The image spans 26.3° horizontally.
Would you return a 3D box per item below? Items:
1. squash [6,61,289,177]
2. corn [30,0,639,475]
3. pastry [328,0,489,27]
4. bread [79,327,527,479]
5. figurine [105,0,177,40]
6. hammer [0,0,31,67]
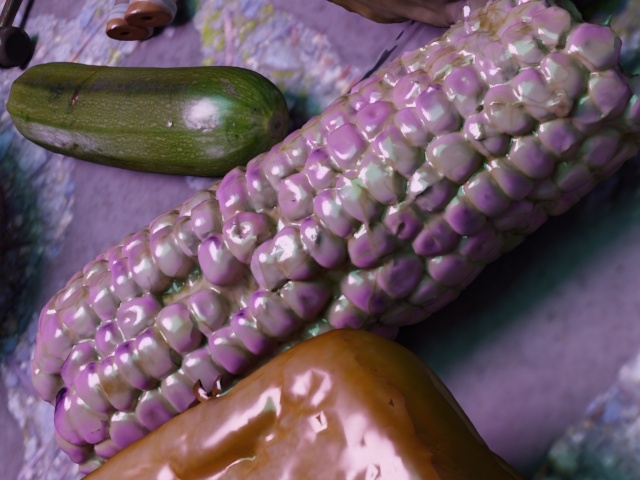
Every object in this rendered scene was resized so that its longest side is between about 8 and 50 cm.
[{"bbox_3d":[-0.107,-0.074,0.811,0.229,0.066,0.066,11,77,44],"label":"squash"},{"bbox_3d":[0.001,0.002,0.641,0.335,0.126,0.126,-37,50,22],"label":"corn"},{"bbox_3d":[0.067,-0.259,0.696,0.329,0.136,0.329,-20,57,34],"label":"pastry"},{"bbox_3d":[-0.017,0.227,0.539,0.337,0.148,0.328,-39,46,23],"label":"bread"},{"bbox_3d":[-0.126,-0.230,0.879,0.147,0.093,0.197,-19,59,46],"label":"figurine"},{"bbox_3d":[-0.190,-0.259,0.998,0.058,0.029,0.292,9,75,41],"label":"hammer"}]
